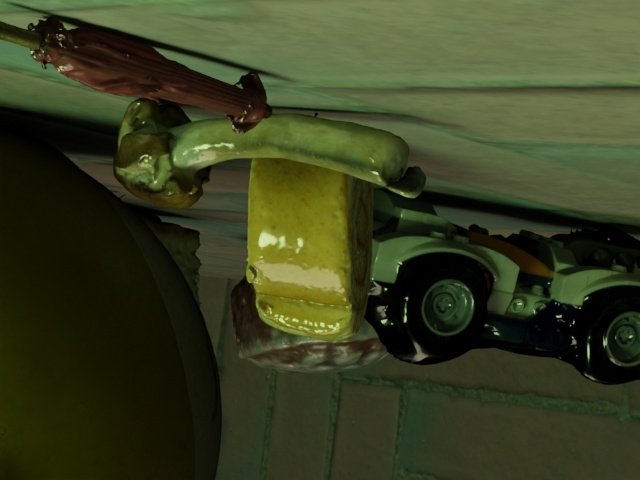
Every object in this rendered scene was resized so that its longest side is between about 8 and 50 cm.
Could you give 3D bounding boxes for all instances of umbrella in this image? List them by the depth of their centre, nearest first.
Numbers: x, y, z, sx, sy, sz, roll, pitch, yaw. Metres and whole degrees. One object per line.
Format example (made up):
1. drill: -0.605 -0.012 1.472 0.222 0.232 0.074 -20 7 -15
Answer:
1. umbrella: -0.082 -0.075 0.841 0.025 0.027 0.165 -28 152 36

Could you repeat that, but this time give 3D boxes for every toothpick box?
1. toothpick box: -0.280 0.115 1.246 0.409 0.409 0.425 7 171 9

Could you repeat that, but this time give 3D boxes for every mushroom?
1. mushroom: -0.033 -0.046 1.006 0.187 0.060 0.061 2 176 30

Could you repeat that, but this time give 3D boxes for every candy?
1. candy: -0.001 0.085 2.318 0.214 0.157 0.289 -7 174 -16

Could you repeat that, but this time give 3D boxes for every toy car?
1. toy car: 0.144 0.033 1.463 0.301 0.118 0.193 7 -175 -17

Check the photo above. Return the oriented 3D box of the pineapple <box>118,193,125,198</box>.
1. pineapple: -0.368 0.006 1.775 0.365 0.165 0.165 4 176 5

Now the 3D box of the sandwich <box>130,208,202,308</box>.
1. sandwich: -0.237 0.122 1.981 0.131 0.325 0.262 -6 170 26

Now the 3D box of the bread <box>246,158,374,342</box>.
1. bread: 0.000 0.000 1.142 0.073 0.122 0.149 3 177 7
